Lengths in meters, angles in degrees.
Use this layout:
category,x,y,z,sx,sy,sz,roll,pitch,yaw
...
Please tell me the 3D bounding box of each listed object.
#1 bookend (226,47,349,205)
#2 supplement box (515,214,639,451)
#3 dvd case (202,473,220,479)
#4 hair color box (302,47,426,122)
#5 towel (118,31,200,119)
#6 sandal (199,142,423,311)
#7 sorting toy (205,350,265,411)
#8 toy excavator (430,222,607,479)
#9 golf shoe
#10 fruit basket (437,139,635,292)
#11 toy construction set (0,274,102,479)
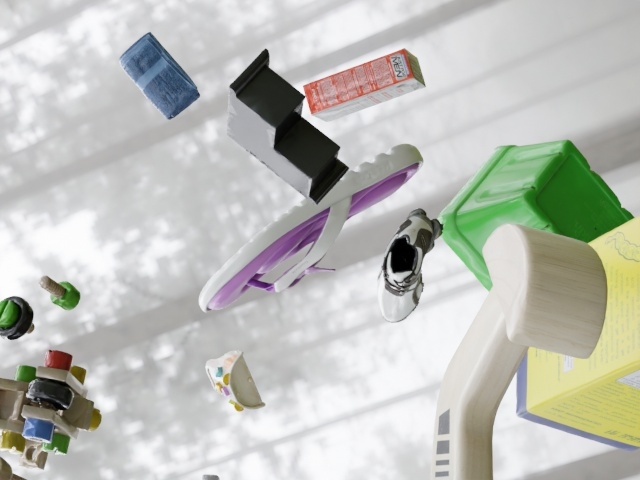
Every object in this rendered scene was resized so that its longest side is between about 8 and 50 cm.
category,x,y,z,sx,sy,sz,roll,pitch,yaw
bookend,-0.038,-0.143,1.965,0.156,0.072,0.157,39,163,10
supplement box,0.418,0.099,1.840,0.194,0.356,0.195,19,-120,-25
dvd case,-0.150,0.435,2.071,0.239,0.029,0.179,-123,36,-81
hair color box,0.067,-0.234,2.326,0.093,0.167,0.053,11,-118,-74
towel,-0.231,-0.234,2.190,0.119,0.067,0.029,49,-179,9
sandal,-0.001,-0.004,2.341,0.102,0.416,0.169,52,172,13
sorting toy,-0.121,0.185,2.000,0.045,0.075,0.083,-34,-66,-29
toy excavator,0.110,0.258,1.378,0.222,0.433,0.445,13,-123,-18
golf shoe,0.115,0.047,2.302,0.094,0.077,0.198,-37,-33,-53
fruit basket,0.357,0.031,2.556,0.283,0.392,0.392,-48,-62,-36
toy construction set,-0.373,0.258,2.019,0.237,0.257,0.309,44,-153,-52
